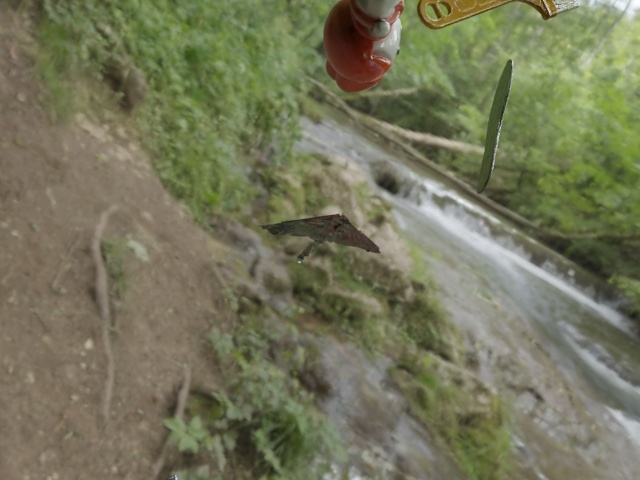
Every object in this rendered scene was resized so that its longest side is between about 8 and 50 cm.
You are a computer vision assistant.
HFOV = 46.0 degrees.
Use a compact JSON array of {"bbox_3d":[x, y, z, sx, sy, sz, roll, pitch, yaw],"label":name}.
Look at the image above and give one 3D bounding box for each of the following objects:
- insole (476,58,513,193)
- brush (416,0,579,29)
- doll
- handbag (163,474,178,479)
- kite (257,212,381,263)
[{"bbox_3d":[0.227,-0.149,0.978,0.006,0.193,0.065,15,-18,-2],"label":"insole"},{"bbox_3d":[0.218,-0.305,0.928,0.013,0.272,0.103,-27,-92,59],"label":"brush"},{"bbox_3d":[0.069,-0.348,1.293,0.130,0.161,0.290,-6,-21,-15],"label":"doll"},{"bbox_3d":[-0.371,0.631,1.533,0.089,0.211,0.254,41,29,-41],"label":"handbag"},{"bbox_3d":[0.000,0.000,0.807,0.139,0.011,0.157,15,-23,-15],"label":"kite"}]
